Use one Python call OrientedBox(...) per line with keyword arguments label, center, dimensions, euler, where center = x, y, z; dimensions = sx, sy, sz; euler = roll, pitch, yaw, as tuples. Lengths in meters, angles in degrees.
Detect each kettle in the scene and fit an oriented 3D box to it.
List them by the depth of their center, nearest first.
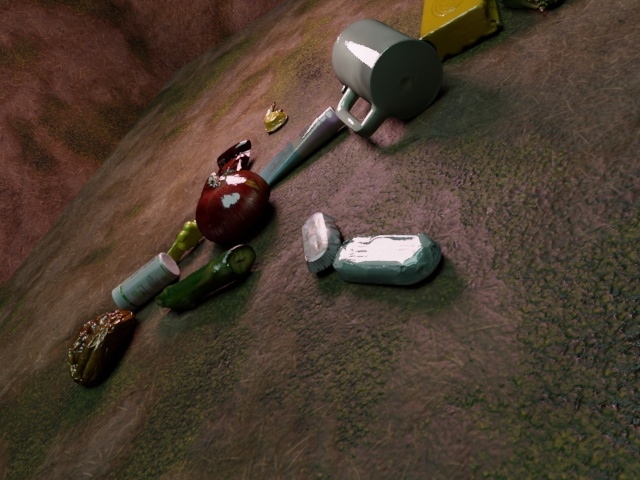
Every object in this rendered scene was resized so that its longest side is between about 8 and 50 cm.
OrientedBox(label="kettle", center=(0.145, -0.445, 1.463), dimensions=(0.265, 0.205, 0.318), euler=(-27, 34, -2))

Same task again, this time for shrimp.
OrientedBox(label="shrimp", center=(-0.167, -0.475, 2.023), dimensions=(0.083, 0.023, 0.114), euler=(-11, 48, 36))

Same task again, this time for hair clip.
OrientedBox(label="hair clip", center=(-0.410, 0.010, 1.631), dimensions=(0.173, 0.072, 0.046), euler=(-47, 42, -2))

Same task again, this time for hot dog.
OrientedBox(label="hot dog", center=(0.000, 0.000, 1.214), dimensions=(0.099, 0.053, 0.192), euler=(-34, 29, 10))
OrientedBox(label="hot dog", center=(-0.587, 0.274, 1.473), dimensions=(0.160, 0.099, 0.227), euler=(-12, 39, 38))

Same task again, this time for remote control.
OrientedBox(label="remote control", center=(0.119, 0.033, 1.044), dimensions=(0.247, 0.052, 0.104), euler=(-2, 46, 50))

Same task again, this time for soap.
OrientedBox(label="soap", center=(0.391, -0.648, 1.556), dimensions=(0.204, 0.096, 0.324), euler=(-22, 36, 30))

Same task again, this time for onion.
OrientedBox(label="onion", center=(-0.249, -0.096, 1.523), dimensions=(0.248, 0.161, 0.248), euler=(-37, 40, 40))

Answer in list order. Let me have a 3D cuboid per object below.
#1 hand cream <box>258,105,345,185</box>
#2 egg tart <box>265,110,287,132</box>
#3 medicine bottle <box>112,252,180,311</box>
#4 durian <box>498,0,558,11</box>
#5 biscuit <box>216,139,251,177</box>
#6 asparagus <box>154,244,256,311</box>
OrientedBox(label="hand cream", center=(-0.070, -0.269, 1.618), dimensions=(0.312, 0.070, 0.111), euler=(-38, 35, 11))
OrientedBox(label="egg tart", center=(-0.160, -0.422, 1.932), dimensions=(0.105, 0.039, 0.105), euler=(-26, 34, 20))
OrientedBox(label="medicine bottle", center=(-0.497, 0.120, 1.574), dimensions=(0.183, 0.086, 0.086), euler=(-37, 31, 8))
OrientedBox(label="durian", center=(0.543, -0.652, 1.401), dimensions=(0.137, 0.095, 0.221), euler=(-38, 37, 6))
OrientedBox(label="biscuit", center=(-0.298, -0.221, 1.806), dimensions=(0.151, 0.063, 0.235), euler=(-24, 38, 27))
OrientedBox(label="asparagus", center=(-0.306, 0.110, 1.384), dimensions=(0.343, 0.082, 0.085), euler=(-28, 37, 22))
